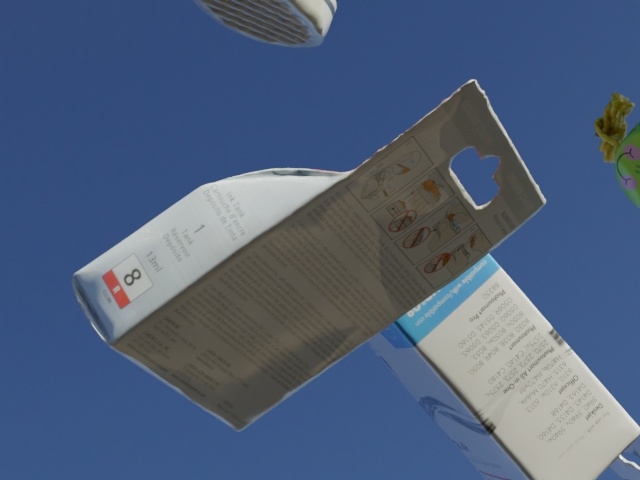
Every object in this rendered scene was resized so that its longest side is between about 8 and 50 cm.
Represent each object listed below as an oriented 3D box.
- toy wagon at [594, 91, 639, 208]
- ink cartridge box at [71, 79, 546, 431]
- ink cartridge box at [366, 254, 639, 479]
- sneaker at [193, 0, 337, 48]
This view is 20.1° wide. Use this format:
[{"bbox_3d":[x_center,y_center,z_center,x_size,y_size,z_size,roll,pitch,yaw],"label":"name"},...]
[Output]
[{"bbox_3d":[0.348,-0.011,1.309,0.068,0.344,0.267,-47,-30,-39],"label":"toy wagon"},{"bbox_3d":[0.000,0.000,0.769,0.179,0.045,0.145,-38,-27,3],"label":"ink cartridge box"},{"bbox_3d":[0.091,0.075,0.903,0.060,0.104,0.180,-42,-85,-10],"label":"ink cartridge box"},{"bbox_3d":[-0.061,-0.233,1.075,0.321,0.126,0.127,47,-121,-68],"label":"sneaker"}]
